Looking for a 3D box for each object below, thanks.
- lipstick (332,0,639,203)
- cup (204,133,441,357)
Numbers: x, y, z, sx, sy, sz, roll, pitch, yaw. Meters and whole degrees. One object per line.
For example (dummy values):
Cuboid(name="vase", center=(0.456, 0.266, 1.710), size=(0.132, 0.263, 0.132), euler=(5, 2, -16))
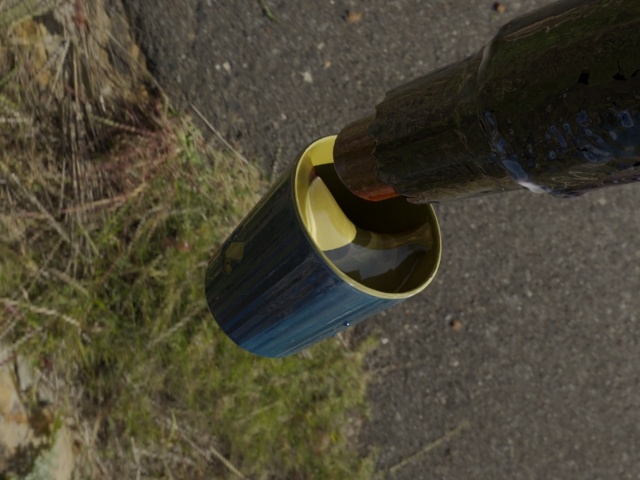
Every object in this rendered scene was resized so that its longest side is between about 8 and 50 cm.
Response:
Cuboid(name="lipstick", center=(0.093, -0.056, 0.402), size=(0.081, 0.300, 0.081), euler=(3, 84, -29))
Cuboid(name="cup", center=(0.000, 0.000, 0.732), size=(0.131, 0.176, 0.155), euler=(39, 135, -13))
